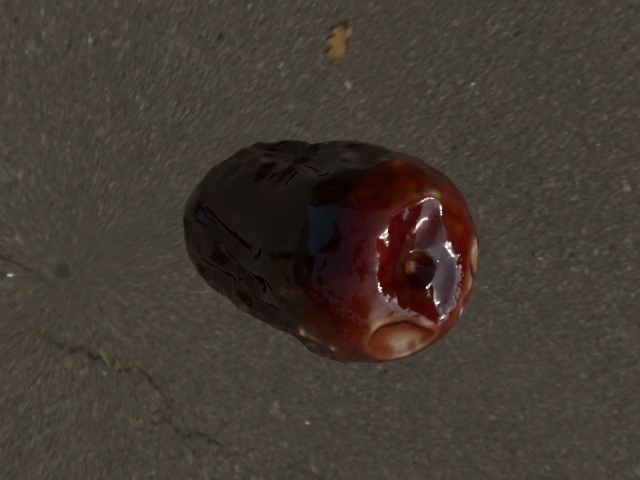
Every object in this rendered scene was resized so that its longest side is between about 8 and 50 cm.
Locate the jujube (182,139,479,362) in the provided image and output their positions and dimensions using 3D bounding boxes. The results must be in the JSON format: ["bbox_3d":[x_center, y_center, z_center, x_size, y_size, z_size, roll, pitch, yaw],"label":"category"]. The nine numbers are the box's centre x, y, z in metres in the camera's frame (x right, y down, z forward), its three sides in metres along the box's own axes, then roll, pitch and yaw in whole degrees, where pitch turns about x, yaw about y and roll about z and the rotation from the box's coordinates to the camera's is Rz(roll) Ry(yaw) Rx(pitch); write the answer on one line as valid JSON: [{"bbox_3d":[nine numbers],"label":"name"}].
[{"bbox_3d":[0.000,0.000,0.775,0.155,0.230,0.155,-18,117,-39],"label":"jujube"}]
